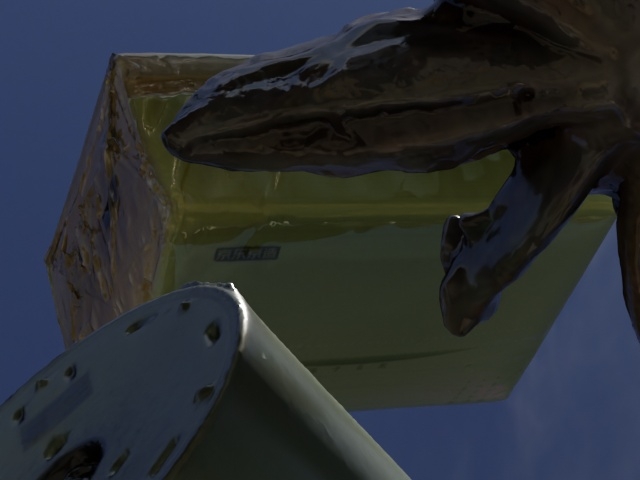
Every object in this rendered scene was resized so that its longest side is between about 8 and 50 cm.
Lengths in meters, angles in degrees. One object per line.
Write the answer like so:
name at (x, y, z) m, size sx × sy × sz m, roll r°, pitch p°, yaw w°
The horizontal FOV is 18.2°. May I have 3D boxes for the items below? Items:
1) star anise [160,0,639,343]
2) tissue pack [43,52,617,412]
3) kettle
star anise at (0.079, -0.061, 0.650) m, size 0.258 × 0.198 × 0.110 m, roll 26°, pitch -159°, yaw -7°
tissue pack at (0.000, 0.000, 0.959) m, size 0.234 × 0.159 × 0.125 m, roll -1°, pitch -132°, yaw -25°
kettle at (-0.010, 0.146, 0.687) m, size 0.165 × 0.240 × 0.255 m, roll -42°, pitch -70°, yaw 6°
